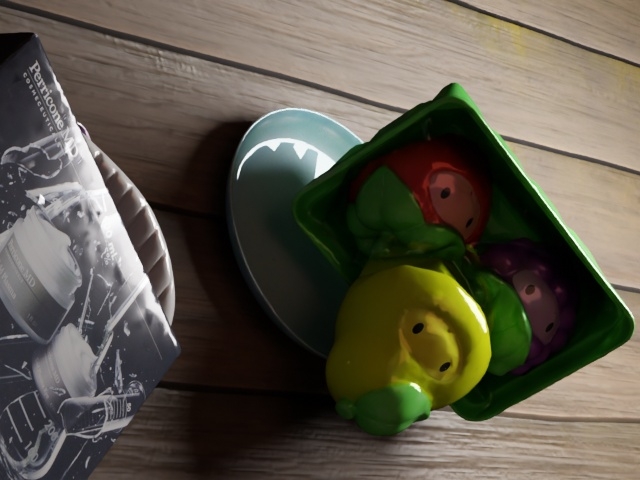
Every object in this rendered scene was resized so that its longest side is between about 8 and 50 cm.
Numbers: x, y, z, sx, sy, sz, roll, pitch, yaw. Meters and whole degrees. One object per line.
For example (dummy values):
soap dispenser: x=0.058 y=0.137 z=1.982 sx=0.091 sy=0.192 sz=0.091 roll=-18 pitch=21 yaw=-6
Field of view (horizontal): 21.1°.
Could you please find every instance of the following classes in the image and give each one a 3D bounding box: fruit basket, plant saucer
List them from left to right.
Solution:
plant saucer: x=0.000 y=0.000 z=1.995 sx=0.317 sy=0.044 sz=0.317 roll=25 pitch=53 yaw=-38
fruit basket: x=0.143 y=0.050 z=1.913 sx=0.392 sy=0.283 sz=0.392 roll=45 pitch=25 yaw=-28

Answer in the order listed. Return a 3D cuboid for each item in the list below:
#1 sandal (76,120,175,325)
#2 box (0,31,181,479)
sandal: x=-0.278 y=-0.054 z=1.653 sx=0.416 sy=0.169 sz=0.102 roll=58 pitch=-1 yaw=-17
box: x=-0.312 y=0.055 z=1.410 sx=0.312 sy=0.179 sz=0.343 roll=-56 pitch=135 yaw=-45
